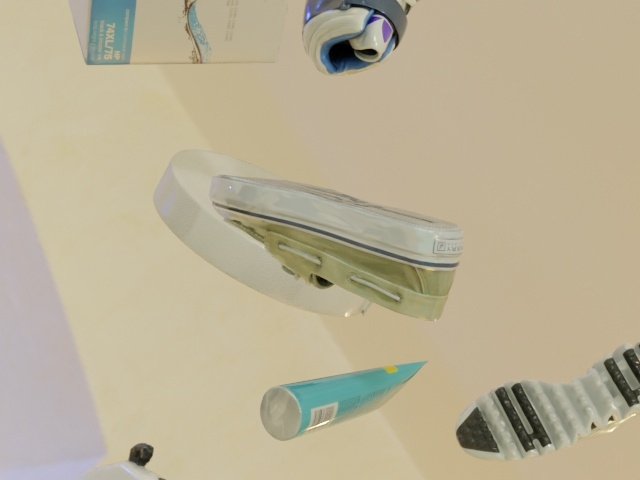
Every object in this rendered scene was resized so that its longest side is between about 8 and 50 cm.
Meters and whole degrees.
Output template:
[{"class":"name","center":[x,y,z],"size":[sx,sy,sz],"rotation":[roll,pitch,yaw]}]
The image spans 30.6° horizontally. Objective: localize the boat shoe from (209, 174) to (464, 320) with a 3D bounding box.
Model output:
[{"class":"boat shoe","center":[0.000,0.000,1.142],"size":[0.302,0.109,0.094],"rotation":[17,-80,40]}]

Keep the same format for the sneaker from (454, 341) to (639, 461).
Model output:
[{"class":"sneaker","center":[0.321,0.233,1.550],"size":[0.118,0.292,0.110],"rotation":[79,-6,-61]}]

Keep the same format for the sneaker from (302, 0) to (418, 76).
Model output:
[{"class":"sneaker","center":[0.115,-0.349,1.656],"size":[0.323,0.236,0.130],"rotation":[-26,-47,24]}]

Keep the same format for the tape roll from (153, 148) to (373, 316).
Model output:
[{"class":"tape roll","center":[-0.075,-0.016,1.855],"size":[0.392,0.392,0.072],"rotation":[35,-73,18]}]

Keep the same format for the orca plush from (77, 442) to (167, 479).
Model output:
[{"class":"orca plush","center":[-0.199,0.343,1.517],"size":[0.287,0.151,0.102],"rotation":[-19,-36,38]}]

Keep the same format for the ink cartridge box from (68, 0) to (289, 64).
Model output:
[{"class":"ink cartridge box","center":[-0.192,-0.370,1.578],"size":[0.198,0.270,0.197],"rotation":[-113,-153,-43]}]

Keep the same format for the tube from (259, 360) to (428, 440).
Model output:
[{"class":"tube","center":[0.027,0.158,1.180],"size":[0.080,0.207,0.052],"rotation":[-42,-114,32]}]
